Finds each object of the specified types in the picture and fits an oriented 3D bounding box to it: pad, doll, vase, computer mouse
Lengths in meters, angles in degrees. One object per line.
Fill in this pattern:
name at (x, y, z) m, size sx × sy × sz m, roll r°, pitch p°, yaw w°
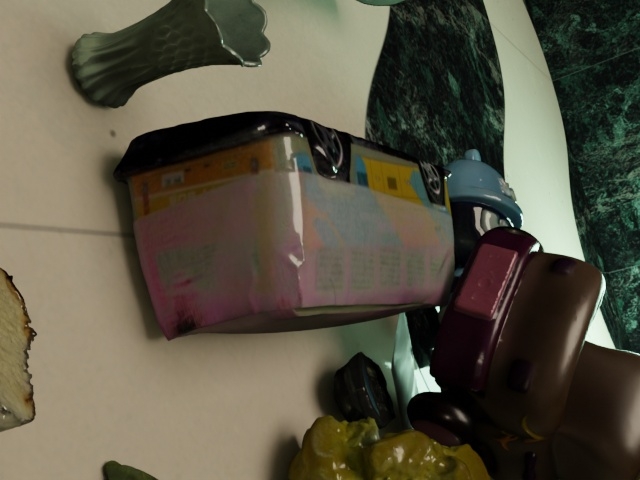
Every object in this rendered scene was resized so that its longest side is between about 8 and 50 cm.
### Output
pad at (0.098, 0.170, 0.870) m, size 0.113 × 0.006 × 0.187 m, roll -72°, pitch 155°, yaw -50°
doll at (0.229, 0.005, 1.123) m, size 0.177 × 0.141 × 0.314 m, roll 32°, pitch 52°, yaw -51°
vase at (-0.122, -0.150, 0.584) m, size 0.081 × 0.149 × 0.081 m, roll 36°, pitch 47°, yaw -52°
computer mouse at (0.044, 0.163, 0.800) m, size 0.135 × 0.047 × 0.079 m, roll 32°, pitch 40°, yaw -65°

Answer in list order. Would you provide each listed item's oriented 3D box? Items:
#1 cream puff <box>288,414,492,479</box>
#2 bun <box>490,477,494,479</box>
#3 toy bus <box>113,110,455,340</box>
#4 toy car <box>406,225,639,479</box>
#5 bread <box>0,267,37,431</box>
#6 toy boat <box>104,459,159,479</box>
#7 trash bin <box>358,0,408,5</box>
cream puff at (0.077, 0.253, 0.676) m, size 0.221 × 0.195 × 0.194 m, roll 29°, pitch 50°, yaw -48°
bun at (0.237, 0.316, 1.012) m, size 0.141 × 0.083 × 0.140 m, roll 38°, pitch 41°, yaw -42°
toy bus at (0.000, 0.000, 0.710) m, size 0.386 × 0.171 × 0.162 m, roll 3°, pitch 81°, yaw -60°
toy car at (0.255, 0.157, 0.855) m, size 0.271 × 0.240 × 0.340 m, roll -60°, pitch 151°, yaw -28°
bread at (-0.204, 0.044, 0.407) m, size 0.126 × 0.044 × 0.129 m, roll 52°, pitch 2°, yaw -43°
toy boat at (-0.065, 0.276, 0.531) m, size 0.293 × 0.055 × 0.093 m, roll 61°, pitch 33°, yaw -19°
trash bin at (0.036, -0.439, 0.963) m, size 0.262 × 0.217 × 0.277 m, roll 1°, pitch 83°, yaw -61°
